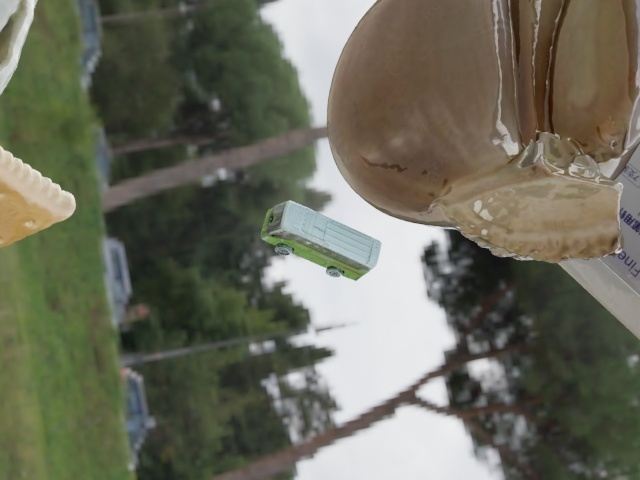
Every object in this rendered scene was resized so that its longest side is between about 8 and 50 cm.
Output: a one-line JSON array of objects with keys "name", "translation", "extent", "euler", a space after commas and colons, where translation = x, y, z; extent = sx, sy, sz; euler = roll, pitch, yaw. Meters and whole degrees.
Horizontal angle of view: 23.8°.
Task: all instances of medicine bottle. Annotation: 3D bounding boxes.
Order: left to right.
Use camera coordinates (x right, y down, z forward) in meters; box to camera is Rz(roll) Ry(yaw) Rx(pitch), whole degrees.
[{"name": "medicine bottle", "translation": [0.322, 0.009, 1.332], "extent": [0.201, 0.171, 0.052], "euler": [45, 14, 22]}]

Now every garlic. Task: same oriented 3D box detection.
[{"name": "garlic", "translation": [0.139, -0.120, 1.219], "extent": [0.132, 0.279, 0.325], "euler": [60, 23, -49]}]

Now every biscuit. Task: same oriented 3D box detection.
[{"name": "biscuit", "translation": [-0.362, -0.051, 1.427], "extent": [0.250, 0.160, 0.030], "euler": [40, 33, -54]}]

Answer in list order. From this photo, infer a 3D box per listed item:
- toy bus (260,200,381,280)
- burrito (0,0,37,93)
[{"name": "toy bus", "translation": [0.000, 0.000, 1.107], "extent": [0.037, 0.083, 0.031], "euler": [-34, -144, 57]}, {"name": "burrito", "translation": [-0.102, -0.192, 0.646], "extent": [0.117, 0.392, 0.076], "euler": [-3, -38, 41]}]
